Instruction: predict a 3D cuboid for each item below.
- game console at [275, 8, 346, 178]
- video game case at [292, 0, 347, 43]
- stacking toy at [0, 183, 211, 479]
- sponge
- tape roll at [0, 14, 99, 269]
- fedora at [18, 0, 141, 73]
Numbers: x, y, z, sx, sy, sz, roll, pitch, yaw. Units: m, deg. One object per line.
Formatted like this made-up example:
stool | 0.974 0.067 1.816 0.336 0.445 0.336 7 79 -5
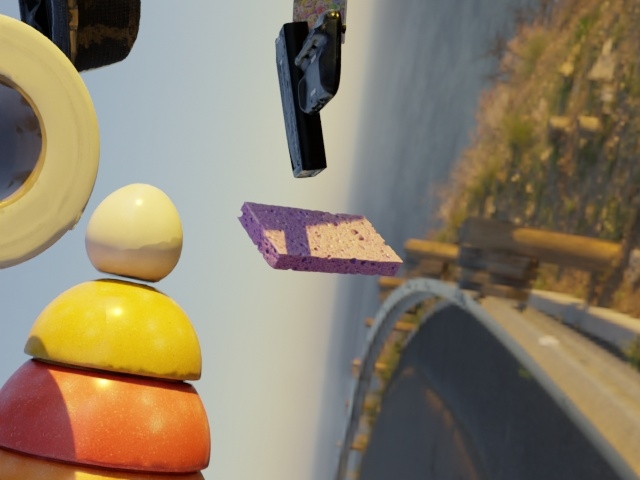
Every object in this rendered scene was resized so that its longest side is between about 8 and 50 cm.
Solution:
game console | -0.011 -0.205 1.371 0.361 0.043 0.213 164 99 -80
video game case | 0.000 -0.379 1.620 0.011 0.087 0.122 -84 -2 -70
stacking toy | -0.245 0.170 1.204 0.350 0.350 0.480 95 -174 -82
sponge | 0.000 0.000 1.386 0.117 0.210 0.031 54 127 42
tape roll | -0.363 -0.093 0.993 0.169 0.246 0.246 0 81 53
fedora | -0.374 -0.388 1.577 0.334 0.152 0.334 32 126 57
